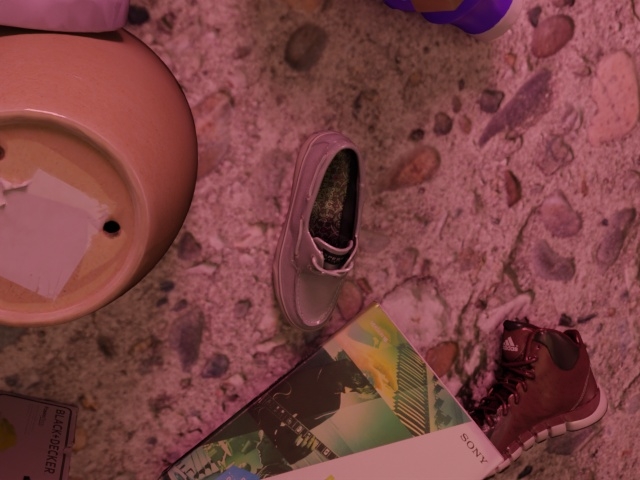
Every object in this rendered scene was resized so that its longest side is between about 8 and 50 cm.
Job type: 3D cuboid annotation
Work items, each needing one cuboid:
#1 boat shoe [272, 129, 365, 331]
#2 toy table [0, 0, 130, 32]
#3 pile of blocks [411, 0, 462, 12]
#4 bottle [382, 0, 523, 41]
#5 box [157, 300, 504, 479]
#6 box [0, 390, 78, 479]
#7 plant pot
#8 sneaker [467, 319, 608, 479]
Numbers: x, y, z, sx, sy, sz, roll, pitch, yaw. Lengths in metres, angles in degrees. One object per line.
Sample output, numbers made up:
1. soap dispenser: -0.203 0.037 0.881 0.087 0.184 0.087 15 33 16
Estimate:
1. boat shoe: 0.001 0.000 0.655 0.079 0.081 0.227 2 105 -20
2. toy table: -0.264 -0.257 0.412 0.275 0.252 0.160 1 123 -28
3. pile of blocks: 0.136 -0.355 0.440 0.149 0.113 0.361 -11 111 -35
4. bottle: 0.084 -0.276 0.566 0.283 0.092 0.118 18 117 -39
5. box: 0.013 0.257 0.704 0.322 0.058 0.232 -39 89 -6
6. box: -0.331 0.314 0.591 0.087 0.169 0.289 22 100 -22
7. plant pot: -0.201 -0.047 0.463 0.257 0.274 0.256 -6 109 -18
8. sneaker: 0.231 0.191 0.800 0.282 0.106 0.162 -20 101 -17
